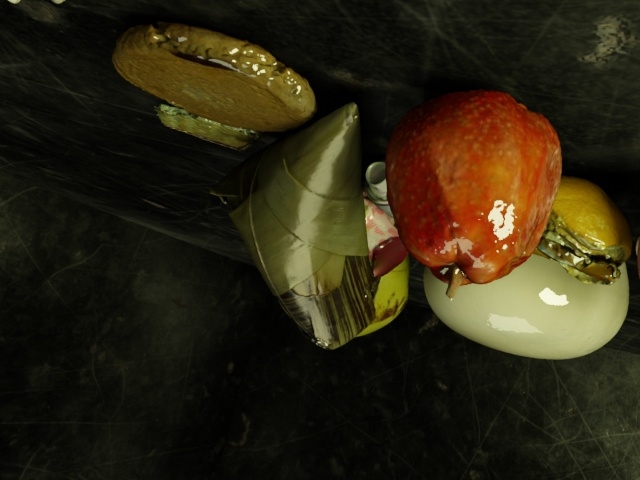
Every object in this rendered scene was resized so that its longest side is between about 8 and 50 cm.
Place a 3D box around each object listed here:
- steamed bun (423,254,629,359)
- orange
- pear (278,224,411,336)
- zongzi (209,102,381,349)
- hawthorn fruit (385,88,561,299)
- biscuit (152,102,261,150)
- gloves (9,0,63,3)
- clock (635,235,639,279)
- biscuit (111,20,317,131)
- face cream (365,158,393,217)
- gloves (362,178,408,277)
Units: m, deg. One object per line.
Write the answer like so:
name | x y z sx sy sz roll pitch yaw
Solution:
steamed bun | 0.333 0.086 0.986 0.324 0.206 0.324 16 172 2
orange | 0.283 -0.021 0.694 0.170 0.112 0.160 40 -179 -5
pear | 0.044 0.057 1.146 0.283 0.284 0.283 15 172 2
zongzi | 0.018 0.001 0.728 0.289 0.154 0.317 60 157 -9
hawthorn fruit | 0.138 -0.050 0.559 0.173 0.179 0.173 -1 -168 0
biscuit | -0.164 -0.160 0.837 0.144 0.016 0.203 17 179 -13
gloves | -0.222 -0.217 0.355 0.212 0.111 0.127 8 177 -4
clock | 0.433 0.007 0.566 0.227 0.142 0.241 9 160 36
biscuit | -0.112 -0.173 0.641 0.226 0.042 0.226 13 174 2
face cream | 0.133 -0.057 0.852 0.075 0.075 0.229 10 169 36
gloves | 0.034 -0.048 0.946 0.241 0.126 0.145 53 -170 31
